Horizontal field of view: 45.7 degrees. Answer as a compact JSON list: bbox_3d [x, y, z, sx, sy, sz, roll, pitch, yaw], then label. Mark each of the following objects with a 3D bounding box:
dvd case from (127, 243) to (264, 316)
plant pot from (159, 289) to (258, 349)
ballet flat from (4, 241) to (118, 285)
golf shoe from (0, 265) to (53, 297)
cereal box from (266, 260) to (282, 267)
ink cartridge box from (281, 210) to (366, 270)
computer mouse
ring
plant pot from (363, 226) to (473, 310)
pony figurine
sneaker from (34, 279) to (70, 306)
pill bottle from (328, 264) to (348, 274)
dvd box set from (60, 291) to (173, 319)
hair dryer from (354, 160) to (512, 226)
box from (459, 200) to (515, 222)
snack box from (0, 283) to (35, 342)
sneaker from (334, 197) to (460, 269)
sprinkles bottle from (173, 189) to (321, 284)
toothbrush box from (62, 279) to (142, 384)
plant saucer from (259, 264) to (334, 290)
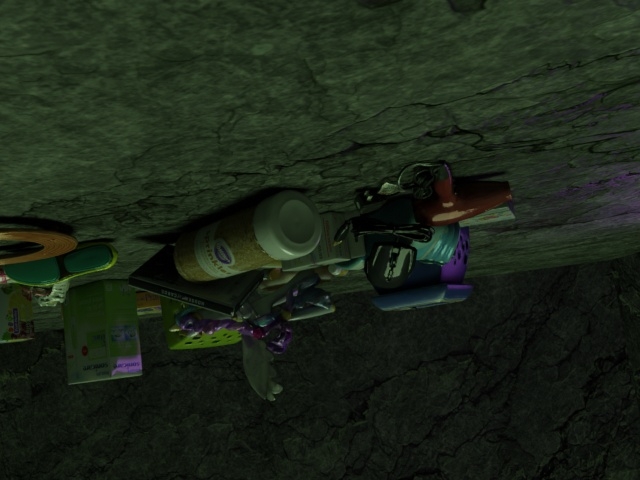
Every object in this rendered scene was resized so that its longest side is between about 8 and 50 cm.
[{"bbox_3d":[-0.262,0.081,1.630,0.239,0.029,0.179,16,-155,11],"label":"dvd case"},{"bbox_3d":[-0.296,0.168,2.114,0.227,0.228,0.207,0,163,-39],"label":"plant pot"},{"bbox_3d":[-0.534,0.046,1.586,0.231,0.077,0.077,-9,-175,-1],"label":"ballet flat"},{"bbox_3d":[-0.651,0.058,1.609,0.186,0.086,0.067,16,-161,-34],"label":"golf shoe"},{"bbox_3d":[-0.191,0.044,1.829,0.240,0.047,0.173,-2,177,44],"label":"cereal box"},{"bbox_3d":[0.000,0.000,1.632,0.181,0.104,0.061,-14,170,31],"label":"ink cartridge box"},{"bbox_3d":[0.109,0.037,1.534,0.184,0.060,0.262,9,152,-7],"label":"computer mouse"},{"bbox_3d":[-0.618,0.008,1.379,0.337,0.032,0.336,-7,171,-1],"label":"ring"},{"bbox_3d":[0.243,0.061,1.904,0.236,0.212,0.236,-13,171,28],"label":"plant pot"},{"bbox_3d":[-0.155,0.183,1.858,0.363,0.302,0.351,-22,-159,-27],"label":"pony figurine"},{"bbox_3d":[-0.618,0.098,1.769,0.087,0.092,0.229,-2,169,-26],"label":"sneaker"},{"bbox_3d":[0.057,0.093,2.509,0.043,0.043,0.083,-12,170,26],"label":"pill bottle"},{"bbox_3d":[-0.675,0.232,2.709,0.420,0.062,0.307,-7,172,-5],"label":"dvd box set"},{"bbox_3d":[0.230,-0.079,1.402,0.294,0.080,0.223,-4,170,-28],"label":"hair dryer"},{"bbox_3d":[0.364,-0.068,1.742,0.145,0.038,0.186,-10,172,18],"label":"box"},{"bbox_3d":[-0.744,0.142,1.663,0.207,0.174,0.070,-1,168,-42],"label":"snack box"},{"bbox_3d":[0.178,0.011,1.683,0.208,0.127,0.319,14,162,-29],"label":"sneaker"},{"bbox_3d":[-0.149,0.002,1.454,0.121,0.121,0.355,-1,169,-39],"label":"sprinkles bottle"},{"bbox_3d":[-0.644,0.269,2.236,0.206,0.283,0.122,-13,170,36],"label":"toothbrush box"},{"bbox_3d":[-0.086,0.135,2.649,0.311,0.050,0.310,-7,172,-1],"label":"plant saucer"}]
